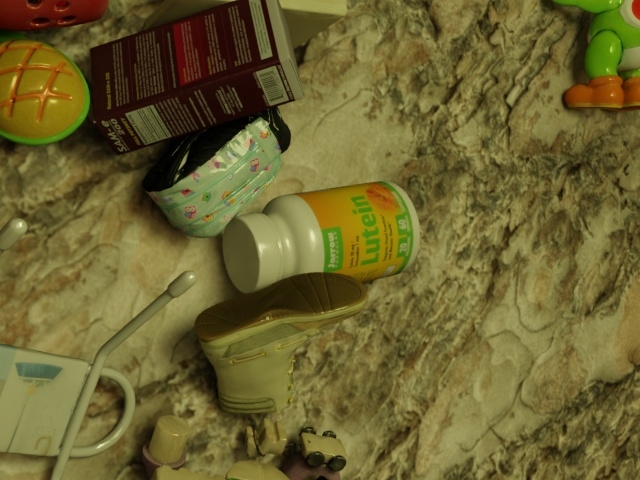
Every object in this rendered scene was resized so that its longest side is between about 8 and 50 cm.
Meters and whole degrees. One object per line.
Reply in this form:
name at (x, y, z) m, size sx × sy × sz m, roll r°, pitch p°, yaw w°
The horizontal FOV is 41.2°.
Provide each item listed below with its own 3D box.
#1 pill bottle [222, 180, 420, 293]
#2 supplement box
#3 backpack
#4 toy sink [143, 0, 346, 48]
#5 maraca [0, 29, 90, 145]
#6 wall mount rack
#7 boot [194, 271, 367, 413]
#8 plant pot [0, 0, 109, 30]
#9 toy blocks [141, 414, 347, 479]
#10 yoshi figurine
pill bottle at (0.000, 0.000, 1.144) m, size 0.246 × 0.136 × 0.136 m, roll -11°, pitch 88°, yaw -32°
supplement box at (-0.150, -0.201, 1.018) m, size 0.239 × 0.073 × 0.130 m, roll -16°, pitch 55°, yaw 5°
backpack at (-0.131, -0.093, 1.079) m, size 0.182 × 0.152 × 0.115 m, roll -47°, pitch 111°, yaw -22°
toy sink at (-0.107, -0.345, 1.123) m, size 0.234 × 0.153 × 0.131 m, roll -3°, pitch 84°, yaw -31°
maraca at (-0.351, -0.186, 0.984) m, size 0.186 × 0.099 × 0.127 m, roll 44°, pitch 64°, yaw 9°
wall mount rack at (-0.295, 0.135, 0.881) m, size 0.350 × 0.130 × 0.304 m, roll 21°, pitch 89°, yaw -45°
boot at (-0.040, 0.134, 1.075) m, size 0.213 × 0.077 × 0.165 m, roll -16°, pitch 129°, yaw -9°
plant pot at (-0.347, -0.322, 0.933) m, size 0.174 × 0.191 × 0.191 m, roll -19°, pitch 93°, yaw -26°
toy blocks at (-0.108, 0.396, 1.004) m, size 0.289 × 0.309 × 0.260 m, roll 15°, pitch 108°, yaw -17°
yoshi figurine at (0.507, -0.417, 1.532) m, size 0.203 × 0.203 × 0.362 m, roll 2°, pitch 97°, yaw 8°
